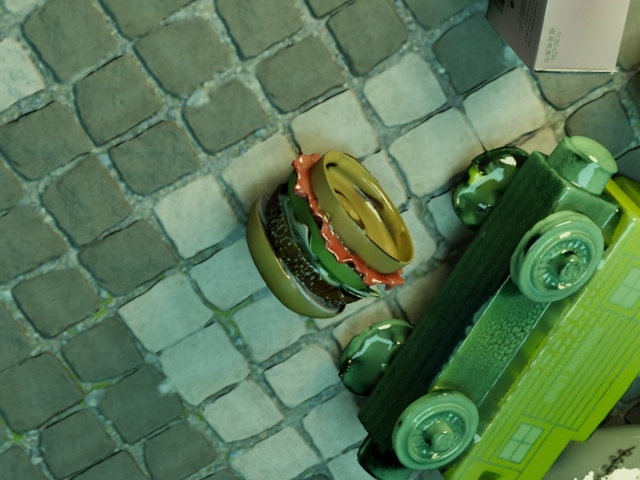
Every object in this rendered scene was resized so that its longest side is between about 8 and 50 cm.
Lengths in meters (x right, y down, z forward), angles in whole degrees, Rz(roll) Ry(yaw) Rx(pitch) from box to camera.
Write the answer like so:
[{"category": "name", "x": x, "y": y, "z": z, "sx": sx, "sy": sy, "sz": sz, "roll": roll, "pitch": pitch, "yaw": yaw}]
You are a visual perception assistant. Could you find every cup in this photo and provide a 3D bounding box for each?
[{"category": "cup", "x": 0.347, "y": 0.267, "z": 2.072, "sx": 0.234, "sy": 0.186, "sz": 0.258, "roll": 3, "pitch": 92, "yaw": -10}]

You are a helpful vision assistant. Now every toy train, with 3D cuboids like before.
[{"category": "toy train", "x": 0.220, "y": 0.094, "z": 1.918, "sx": 0.272, "sy": 0.179, "sz": 0.442, "roll": 19, "pitch": 113, "yaw": -35}]

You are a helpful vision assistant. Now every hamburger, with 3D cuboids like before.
[{"category": "hamburger", "x": 0.002, "y": 0.001, "z": 1.800, "sx": 0.137, "sy": 0.175, "sz": 0.175, "roll": -36, "pitch": 125, "yaw": 22}]

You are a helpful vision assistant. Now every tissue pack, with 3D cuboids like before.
[{"category": "tissue pack", "x": 0.242, "y": -0.295, "z": 1.698, "sx": 0.093, "sy": 0.148, "sz": 0.246, "roll": 0, "pitch": 120, "yaw": -15}]
